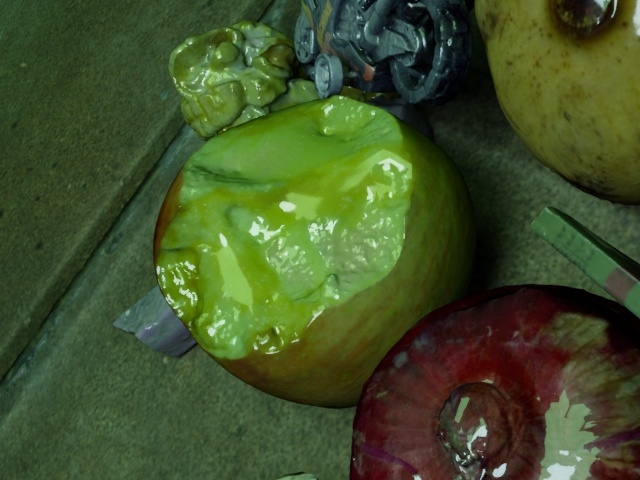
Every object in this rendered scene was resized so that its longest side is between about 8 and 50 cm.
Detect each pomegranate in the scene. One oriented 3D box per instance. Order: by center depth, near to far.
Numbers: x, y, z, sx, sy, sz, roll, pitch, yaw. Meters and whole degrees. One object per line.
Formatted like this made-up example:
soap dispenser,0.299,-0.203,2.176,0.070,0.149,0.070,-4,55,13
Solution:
pomegranate,0.239,-0.164,0.754,0.281,0.281,0.281,-21,53,30

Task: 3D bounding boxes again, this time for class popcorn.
popcorn,-0.075,-0.150,1.129,0.141,0.162,0.136,-107,25,-65

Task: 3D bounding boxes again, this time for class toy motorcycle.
toy motorcycle,0.044,-0.205,0.931,0.307,0.108,0.173,-154,63,-63

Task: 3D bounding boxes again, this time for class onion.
onion,0.133,0.138,0.715,0.246,0.190,0.246,-14,57,23

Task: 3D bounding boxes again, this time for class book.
book,0.259,0.090,0.633,0.026,0.201,0.289,-52,42,10

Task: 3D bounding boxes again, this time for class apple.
apple,0.000,0.000,0.872,0.226,0.246,0.246,-52,44,3

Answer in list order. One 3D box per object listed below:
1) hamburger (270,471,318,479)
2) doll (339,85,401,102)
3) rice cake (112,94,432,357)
hamburger,-0.053,0.316,0.781,0.302,0.170,0.302,-26,51,36
doll,0.057,-0.211,1.066,0.137,0.097,0.210,-2,69,58
rice cake,-0.048,-0.004,1.041,0.365,0.072,0.056,-38,46,15
